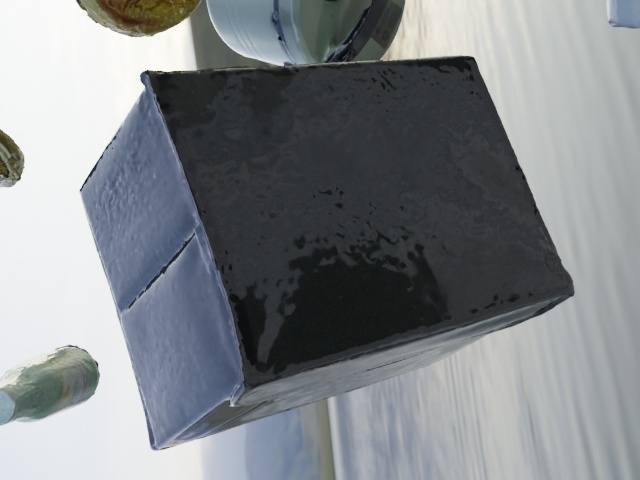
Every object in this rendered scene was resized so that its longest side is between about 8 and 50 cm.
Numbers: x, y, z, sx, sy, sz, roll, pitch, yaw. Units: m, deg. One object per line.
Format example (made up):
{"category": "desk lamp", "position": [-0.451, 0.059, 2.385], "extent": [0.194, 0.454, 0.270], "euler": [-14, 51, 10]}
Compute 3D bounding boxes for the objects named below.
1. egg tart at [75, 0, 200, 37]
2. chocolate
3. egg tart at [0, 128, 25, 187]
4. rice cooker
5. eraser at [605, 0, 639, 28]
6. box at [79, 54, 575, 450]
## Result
{"category": "egg tart", "position": [-0.341, -0.531, 1.590], "extent": [0.116, 0.295, 0.295], "euler": [45, 151, 44]}
{"category": "chocolate", "position": [-0.430, 0.227, 1.297], "extent": [0.291, 0.110, 0.110], "euler": [5, -101, -86]}
{"category": "egg tart", "position": [-0.465, -0.109, 1.045], "extent": [0.191, 0.191, 0.074], "euler": [84, -159, -60]}
{"category": "rice cooker", "position": [-0.010, -0.326, 1.107], "extent": [0.244, 0.226, 0.226], "euler": [23, 130, 43]}
{"category": "eraser", "position": [0.357, -0.356, 0.864], "extent": [0.081, 0.174, 0.227], "euler": [36, 156, 41]}
{"category": "box", "position": [0.001, 0.000, 0.742], "extent": [0.204, 0.345, 0.251], "euler": [-39, 66, 51]}
